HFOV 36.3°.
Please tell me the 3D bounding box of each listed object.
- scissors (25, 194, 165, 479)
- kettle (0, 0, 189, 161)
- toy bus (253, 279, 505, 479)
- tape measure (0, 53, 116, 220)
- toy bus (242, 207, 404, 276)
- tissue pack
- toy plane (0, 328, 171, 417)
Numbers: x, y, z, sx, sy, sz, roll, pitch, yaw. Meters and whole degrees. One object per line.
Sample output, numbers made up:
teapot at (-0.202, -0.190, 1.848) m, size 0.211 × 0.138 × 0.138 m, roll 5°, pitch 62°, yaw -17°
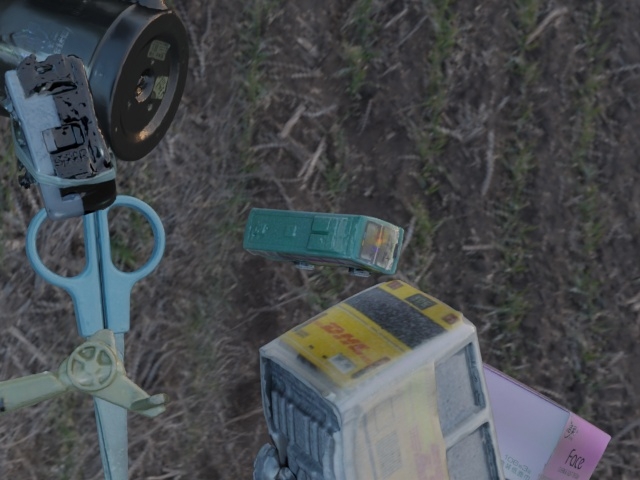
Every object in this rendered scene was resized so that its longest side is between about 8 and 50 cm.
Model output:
scissors at (-0.296, 0.161, 1.348) m, size 0.192 × 0.029 × 0.447 m, roll -4°, pitch 87°, yaw -24°
kettle at (-0.375, -0.309, 1.411) m, size 0.324 × 0.228 × 0.321 m, roll 20°, pitch 107°, yaw 13°
toy bus at (0.052, 0.196, 0.615) m, size 0.138 × 0.097 × 0.342 m, roll -30°, pitch 122°, yaw -24°
tape measure at (-0.291, -0.113, 1.081) m, size 0.107 × 0.182 × 0.181 m, roll -16°, pitch 101°, yaw -17°
toy bus at (0.000, 0.000, 1.495) m, size 0.109 × 0.261 × 0.091 m, roll 19°, pitch 78°, yaw -46°
tissue pack at (0.166, 0.177, 1.041) m, size 0.148 × 0.246 × 0.092 m, roll 33°, pitch 85°, yaw -54°
toy plane at (-0.225, 0.099, 0.510) m, size 0.286 × 0.092 × 0.108 m, roll -17°, pitch 80°, yaw -8°
